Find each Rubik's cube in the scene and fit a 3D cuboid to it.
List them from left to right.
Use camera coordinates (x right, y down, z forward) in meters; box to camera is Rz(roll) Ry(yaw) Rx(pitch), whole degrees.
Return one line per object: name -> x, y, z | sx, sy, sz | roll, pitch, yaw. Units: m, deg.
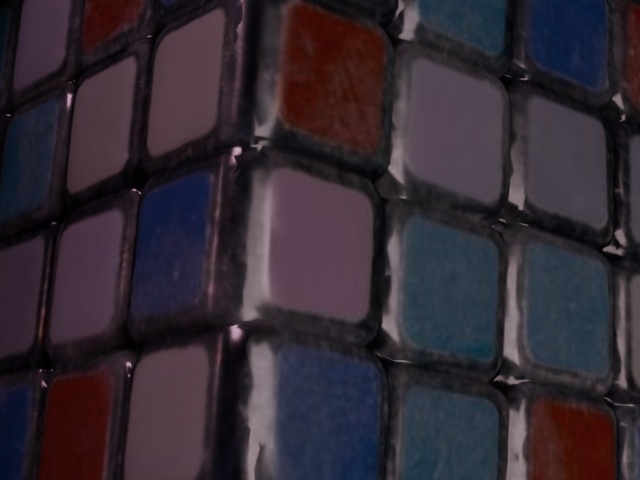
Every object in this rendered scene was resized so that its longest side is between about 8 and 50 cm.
Rubik's cube -> 0.000, 0.000, 0.603 | 0.292, 0.293, 0.286 | 14, 71, -34
